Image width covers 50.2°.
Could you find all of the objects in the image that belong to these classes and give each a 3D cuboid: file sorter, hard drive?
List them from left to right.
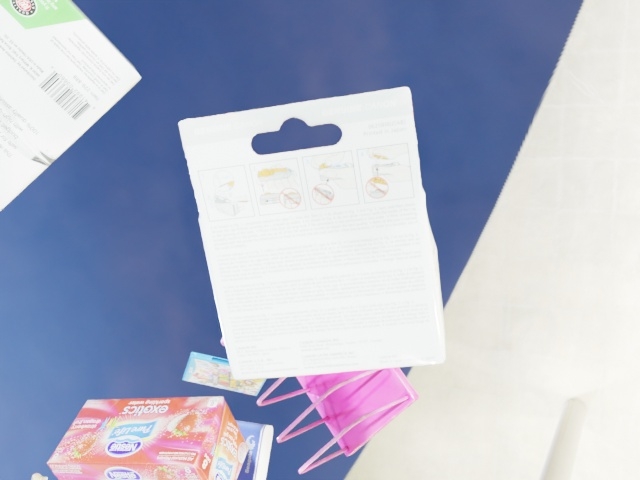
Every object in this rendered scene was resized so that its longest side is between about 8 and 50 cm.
[{"bbox_3d":[-0.252,0.469,1.407,0.318,0.040,0.210,-2,-109,32],"label":"hard drive"},{"bbox_3d":[-0.015,0.235,1.229,0.202,0.182,0.291,-49,-115,30],"label":"file sorter"}]

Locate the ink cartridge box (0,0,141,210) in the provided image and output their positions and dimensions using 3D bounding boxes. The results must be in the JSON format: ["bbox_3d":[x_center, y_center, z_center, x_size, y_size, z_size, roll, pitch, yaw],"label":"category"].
[{"bbox_3d":[-0.422,-0.205,0.916,0.289,0.121,0.211,-43,-64,0],"label":"ink cartridge box"}]

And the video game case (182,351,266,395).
[{"bbox_3d":[-0.202,0.284,1.446,0.166,0.015,0.119,15,-38,-10],"label":"video game case"}]

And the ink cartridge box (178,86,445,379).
[{"bbox_3d":[0.000,0.000,0.572,0.189,0.066,0.233,-6,-76,10],"label":"ink cartridge box"}]

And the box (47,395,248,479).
[{"bbox_3d":[-0.257,0.325,1.036,0.256,0.128,0.123,-6,-56,21],"label":"box"}]

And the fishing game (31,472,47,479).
[{"bbox_3d":[-0.282,0.269,0.424,0.041,0.264,0.189,25,-75,20],"label":"fishing game"}]
